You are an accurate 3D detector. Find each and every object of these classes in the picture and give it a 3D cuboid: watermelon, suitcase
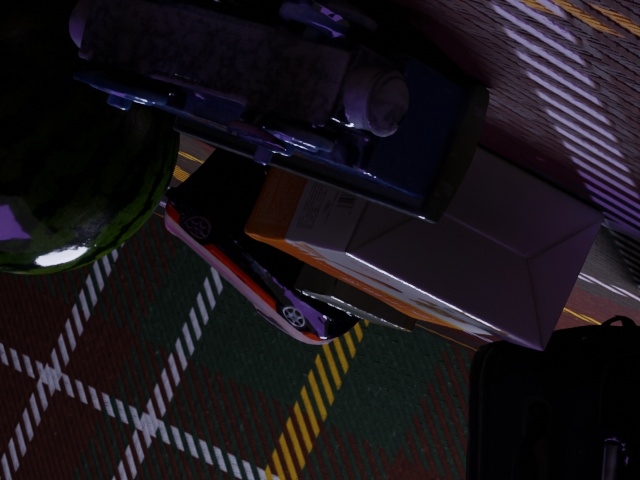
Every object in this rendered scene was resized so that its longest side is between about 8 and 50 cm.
[{"bbox_3d":[-0.278,-0.107,1.530,0.285,0.285,0.285,24,175,2],"label":"watermelon"},{"bbox_3d":[0.290,0.216,1.617,0.194,0.283,0.434,3,-177,31],"label":"suitcase"}]

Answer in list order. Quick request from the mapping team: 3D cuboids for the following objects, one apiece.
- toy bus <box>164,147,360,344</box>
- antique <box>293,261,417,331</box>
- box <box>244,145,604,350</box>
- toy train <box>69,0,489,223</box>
[{"bbox_3d":[-0.069,0.013,2.144,0.303,0.127,0.147,42,158,0],"label":"toy bus"},{"bbox_3d":[0.069,0.027,1.999,0.148,0.146,0.152,23,175,-18],"label":"antique"},{"bbox_3d":[0.085,-0.016,1.550,0.225,0.143,0.341,27,175,-18],"label":"box"},{"bbox_3d":[-0.036,-0.122,1.187,0.300,0.131,0.202,22,-179,35],"label":"toy train"}]
